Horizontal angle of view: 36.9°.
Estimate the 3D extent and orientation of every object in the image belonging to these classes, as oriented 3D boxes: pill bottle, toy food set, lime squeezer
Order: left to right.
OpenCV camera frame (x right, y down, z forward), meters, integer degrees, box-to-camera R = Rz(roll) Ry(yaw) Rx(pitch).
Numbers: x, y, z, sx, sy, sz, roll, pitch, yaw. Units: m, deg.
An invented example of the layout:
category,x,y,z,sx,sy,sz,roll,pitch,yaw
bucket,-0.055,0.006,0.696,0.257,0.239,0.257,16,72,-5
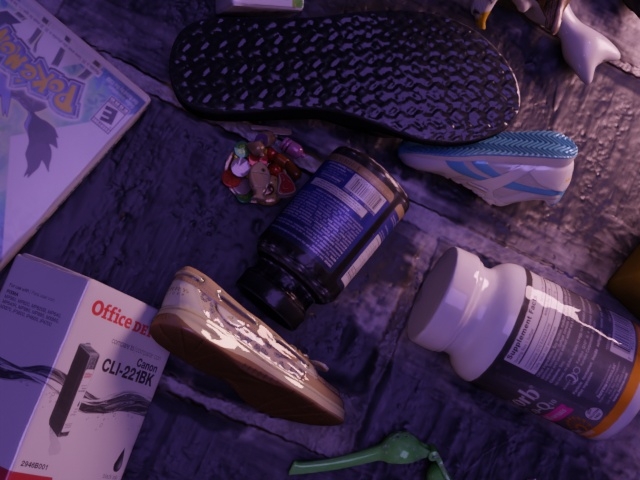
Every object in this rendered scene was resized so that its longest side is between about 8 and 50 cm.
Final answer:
category,x,y,z,sx,sy,sz,roll,pitch,yaw
toy food set,-0.085,-0.087,1.235,0.083,0.020,0.083,9,82,-9
toy food set,-0.054,-0.101,1.213,0.078,0.019,0.122,3,56,-19
pill bottle,0.000,0.000,1.188,0.123,0.123,0.219,41,77,-3
lime squeezer,0.123,0.308,1.208,0.310,0.059,0.110,26,79,-7
pill bottle,0.261,0.125,1.203,0.278,0.162,0.162,26,79,-6

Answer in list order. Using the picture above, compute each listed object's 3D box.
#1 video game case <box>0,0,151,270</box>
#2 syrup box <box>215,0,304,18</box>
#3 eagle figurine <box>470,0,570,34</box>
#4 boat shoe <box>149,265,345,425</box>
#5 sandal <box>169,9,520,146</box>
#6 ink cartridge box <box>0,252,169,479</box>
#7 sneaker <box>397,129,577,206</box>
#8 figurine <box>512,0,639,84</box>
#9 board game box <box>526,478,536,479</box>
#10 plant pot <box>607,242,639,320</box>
category,x,y,z,sx,sy,sz,roll,pitch,yaw
video game case,-0.429,-0.169,1.173,0.329,0.036,0.300,40,78,-4
syrup box,-0.077,-0.407,1.213,0.093,0.096,0.236,0,95,-20
eagle figurine,0.188,-0.362,1.188,0.298,0.226,0.225,29,113,20
boat shoe,-0.069,0.135,1.141,0.285,0.105,0.089,39,52,-32
sandal,0.033,-0.212,1.244,0.446,0.107,0.167,7,83,3
ink cartridge box,-0.290,0.175,1.064,0.114,0.197,0.272,14,78,27
sneaker,0.213,-0.094,1.256,0.229,0.092,0.087,7,38,8
figurine,0.368,-0.348,1.324,0.215,0.092,0.209,-44,96,-12
board game box,0.266,0.369,1.233,0.090,0.020,0.090,-31,91,-30
plant pot,0.504,0.050,1.244,0.212,0.187,0.212,43,78,-2
